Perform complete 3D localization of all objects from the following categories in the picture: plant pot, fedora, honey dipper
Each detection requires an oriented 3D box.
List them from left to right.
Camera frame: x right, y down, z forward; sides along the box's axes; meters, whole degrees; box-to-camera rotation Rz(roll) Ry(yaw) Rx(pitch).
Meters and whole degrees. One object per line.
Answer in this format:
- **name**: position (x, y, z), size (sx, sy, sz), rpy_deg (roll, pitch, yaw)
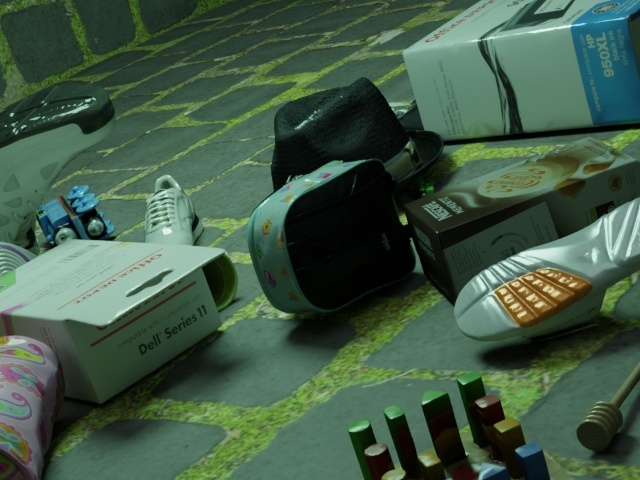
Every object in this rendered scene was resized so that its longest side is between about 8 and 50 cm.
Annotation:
- **plant pot**: position (-0.163, 0.056, 1.750), size (0.083, 0.083, 0.079), rpy_deg (-32, 10, -35)
- **fedora**: position (0.018, -0.143, 1.983), size (0.334, 0.152, 0.334), rpy_deg (-21, 15, 6)
- **honey dipper**: position (0.268, 0.135, 1.187), size (0.030, 0.030, 0.160), rpy_deg (-5, 19, 34)

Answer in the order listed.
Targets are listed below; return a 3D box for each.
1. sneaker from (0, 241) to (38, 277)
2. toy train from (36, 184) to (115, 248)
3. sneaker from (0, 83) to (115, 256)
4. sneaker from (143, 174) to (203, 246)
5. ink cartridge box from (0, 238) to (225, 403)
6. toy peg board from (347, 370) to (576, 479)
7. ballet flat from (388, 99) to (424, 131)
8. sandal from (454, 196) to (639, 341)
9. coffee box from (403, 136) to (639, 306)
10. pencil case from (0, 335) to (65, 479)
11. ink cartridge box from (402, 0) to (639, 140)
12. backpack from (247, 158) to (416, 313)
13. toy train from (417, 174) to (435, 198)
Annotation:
- **sneaker**: position (-0.493, 0.066, 1.839), size (0.152, 0.305, 0.114), rpy_deg (128, 155, -57)
- **toy train**: position (-0.406, -0.029, 2.210), size (0.105, 0.080, 0.184), rpy_deg (-31, 23, -9)
- **sneaker**: position (-0.433, -0.052, 1.970), size (0.447, 0.257, 0.169), rpy_deg (-20, 23, 28)
- **sneaker**: position (-0.231, -0.021, 1.989), size (0.090, 0.095, 0.235), rpy_deg (-16, 20, 2)
- **ink cartridge box**: position (-0.272, 0.095, 1.654), size (0.207, 0.119, 0.353), rpy_deg (-32, 22, -36)
- **toy peg board**: position (0.105, 0.185, 1.110), size (0.161, 0.079, 0.160), rpy_deg (-22, 19, -11)
- **ballet flat**: position (0.082, -0.185, 2.206), size (0.203, 0.074, 0.074), rpy_deg (-18, 18, 2)
- **sandal**: position (0.266, 0.046, 1.359), size (0.265, 0.076, 0.102), rpy_deg (-26, 38, 12)
- **coffee box**: position (0.239, -0.024, 1.550), size (0.246, 0.098, 0.141), rpy_deg (-20, 18, -7)
- **pencil case**: position (-0.340, 0.203, 1.410), size (0.124, 0.124, 0.284), rpy_deg (-17, 20, 2)
- **ink cartridge box**: position (0.371, -0.287, 2.072), size (0.395, 0.166, 0.285), rpy_deg (-3, 23, 40)
- **backpack**: position (0.000, 0.000, 1.598), size (0.144, 0.166, 0.188), rpy_deg (-2, 21, 43)
- **toy train**: position (0.151, -0.078, 1.917), size (0.023, 0.017, 0.083), rpy_deg (-7, 19, 3)
